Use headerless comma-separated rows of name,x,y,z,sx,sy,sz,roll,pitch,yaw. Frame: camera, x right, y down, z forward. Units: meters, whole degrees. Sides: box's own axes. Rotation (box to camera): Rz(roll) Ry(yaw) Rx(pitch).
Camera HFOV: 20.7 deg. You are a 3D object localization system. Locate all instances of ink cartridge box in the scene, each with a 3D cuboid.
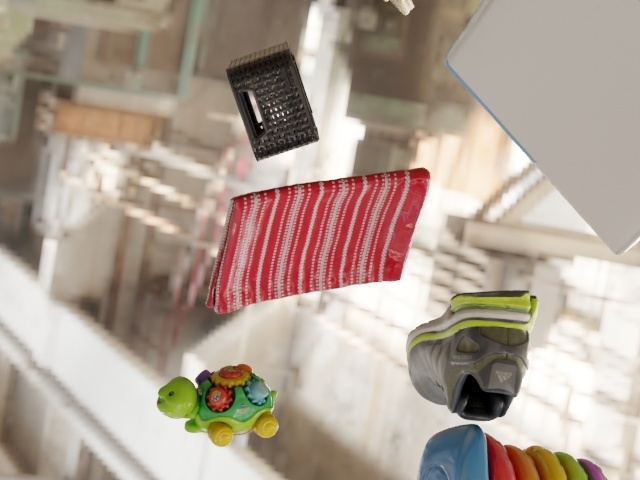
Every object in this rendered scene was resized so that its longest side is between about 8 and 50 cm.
ink cartridge box,0.275,-0.166,1.267,0.270,0.197,0.198,-34,-102,-34

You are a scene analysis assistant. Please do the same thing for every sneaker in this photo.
sneaker,0.161,0.147,1.952,0.111,0.121,0.300,6,160,-7

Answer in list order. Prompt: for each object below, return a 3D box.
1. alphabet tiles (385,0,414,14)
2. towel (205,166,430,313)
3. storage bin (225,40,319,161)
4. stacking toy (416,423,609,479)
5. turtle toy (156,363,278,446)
alphabet tiles,0.007,-0.381,2.027,0.284,0.021,0.278,50,-177,18
towel,0.000,0.000,2.189,0.275,0.199,0.031,-9,-132,-26
storage bin,-0.059,-0.177,2.203,0.084,0.122,0.180,-18,-170,1
stacking toy,0.270,0.297,1.983,0.302,0.175,0.166,1,167,-18
turtle toy,-0.106,0.165,1.809,0.130,0.066,0.095,-9,-159,-20
